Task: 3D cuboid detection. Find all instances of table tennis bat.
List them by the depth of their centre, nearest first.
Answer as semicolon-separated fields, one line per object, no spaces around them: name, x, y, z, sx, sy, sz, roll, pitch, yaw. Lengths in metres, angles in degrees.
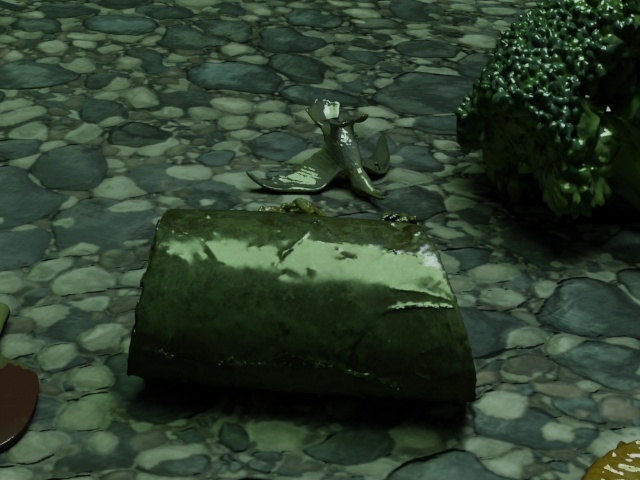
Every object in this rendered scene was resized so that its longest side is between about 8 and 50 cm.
table tennis bat;-0.309;0.121;1.124;0.131;0.022;0.234;1;28;-3

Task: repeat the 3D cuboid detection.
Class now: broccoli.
broccoli;0.307;-0.161;1.475;0.277;0.338;0.317;-36;61;-10

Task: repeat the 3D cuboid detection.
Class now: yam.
yam;-0.013;0.057;1.126;0.304;0.168;0.168;3;26;5

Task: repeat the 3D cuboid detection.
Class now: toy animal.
toy animal;0.028;-0.105;1.532;0.219;0.095;0.155;-15;27;-29

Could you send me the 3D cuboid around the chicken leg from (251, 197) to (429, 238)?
chicken leg;0.000;0.000;1.324;0.227;0.088;0.103;-12;14;-25

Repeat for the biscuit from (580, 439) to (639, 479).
biscuit;0.313;0.223;0.954;0.254;0.035;0.254;3;26;-2
